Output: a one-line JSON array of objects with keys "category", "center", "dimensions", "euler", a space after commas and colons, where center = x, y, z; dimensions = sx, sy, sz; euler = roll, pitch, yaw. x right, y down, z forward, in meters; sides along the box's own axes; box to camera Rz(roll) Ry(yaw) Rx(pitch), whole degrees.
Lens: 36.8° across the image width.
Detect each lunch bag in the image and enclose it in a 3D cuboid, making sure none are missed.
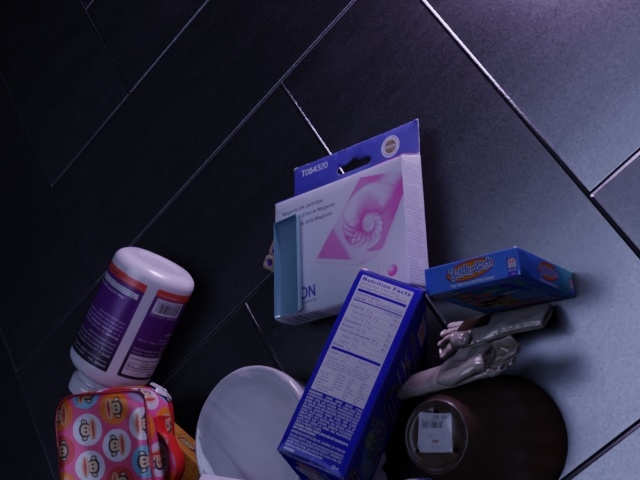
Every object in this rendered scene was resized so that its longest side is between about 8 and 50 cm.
[{"category": "lunch bag", "center": [-0.379, 0.429, 1.875], "dimensions": [0.258, 0.120, 0.293], "euler": [-9, 81, 22]}]

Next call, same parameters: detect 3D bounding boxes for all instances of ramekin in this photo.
[{"category": "ramekin", "center": [-0.093, 0.371, 1.783], "dimensions": [0.273, 0.127, 0.273], "euler": [-10, 73, 34]}]

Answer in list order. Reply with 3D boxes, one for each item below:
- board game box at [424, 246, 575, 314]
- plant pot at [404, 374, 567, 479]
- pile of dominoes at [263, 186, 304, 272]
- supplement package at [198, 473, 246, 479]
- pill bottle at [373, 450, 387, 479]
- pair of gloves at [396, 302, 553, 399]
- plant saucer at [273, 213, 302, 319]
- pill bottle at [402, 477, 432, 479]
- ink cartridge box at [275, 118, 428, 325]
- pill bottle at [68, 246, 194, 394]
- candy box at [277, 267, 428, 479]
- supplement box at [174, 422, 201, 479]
[{"category": "board game box", "center": [0.286, 0.068, 1.519], "dimensions": [0.160, 0.210, 0.047], "euler": [-16, 69, 33]}, {"category": "plant pot", "center": [0.234, 0.305, 1.486], "dimensions": [0.215, 0.230, 0.215], "euler": [-11, 72, 35]}, {"category": "pile of dominoes", "center": [0.000, 0.000, 1.861], "dimensions": [0.251, 0.040, 0.196], "euler": [23, 93, 38]}, {"category": "supplement package", "center": [-0.157, 0.546, 1.655], "dimensions": [0.134, 0.139, 0.244], "euler": [5, 116, 13]}, {"category": "pill bottle", "center": [0.065, 0.359, 1.692], "dimensions": [0.086, 0.086, 0.152], "euler": [-31, 62, 27]}, {"category": "pair of gloves", "center": [0.242, 0.167, 1.520], "dimensions": [0.204, 0.240, 0.042], "euler": [-21, 100, 40]}, {"category": "plant saucer", "center": [-0.059, 0.049, 1.787], "dimensions": [0.067, 0.018, 0.192], "euler": [-22, 60, 42]}, {"category": "pill bottle", "center": [0.164, 0.428, 1.552], "dimensions": [0.087, 0.160, 0.087], "euler": [-10, 73, 35]}, {"category": "ink cartridge box", "center": [0.046, -0.035, 1.770], "dimensions": [0.324, 0.071, 0.330], "euler": [-19, 65, 40]}, {"category": "pill bottle", "center": [-0.409, 0.188, 2.033], "dimensions": [0.181, 0.181, 0.323], "euler": [32, 98, 38]}, {"category": "candy box", "center": [0.064, 0.240, 1.548], "dimensions": [0.122, 0.268, 0.317], "euler": [21, 70, 16]}, {"category": "supplement box", "center": [-0.299, 0.430, 1.956], "dimensions": [0.233, 0.078, 0.080], "euler": [28, 96, 39]}]
